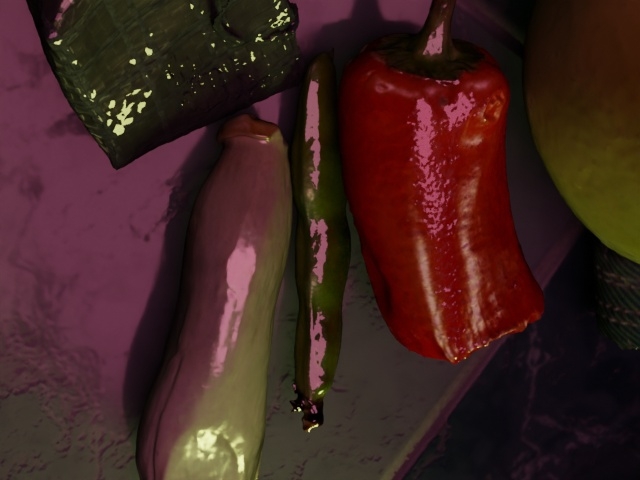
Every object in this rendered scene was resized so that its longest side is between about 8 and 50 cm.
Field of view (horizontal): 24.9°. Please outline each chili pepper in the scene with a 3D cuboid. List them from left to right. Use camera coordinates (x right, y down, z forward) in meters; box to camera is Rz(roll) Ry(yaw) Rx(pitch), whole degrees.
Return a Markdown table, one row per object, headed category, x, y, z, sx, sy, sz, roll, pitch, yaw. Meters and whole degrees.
| category | x | y | z | sx | sy | sz | roll | pitch | yaw |
| --- | --- | --- | --- | --- | --- | --- | --- | --- | --- |
| chili pepper | 0.075 | -0.085 | 1.067 | 0.134 | 0.131 | 0.338 | -26 | 118 | -27 |

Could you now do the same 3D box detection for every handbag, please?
| category | x | y | z | sx | sy | sz | roll | pitch | yaw |
| --- | --- | --- | --- | --- | --- | --- | --- | --- | --- |
| handbag | -0.103 | -0.153 | 0.992 | 0.175 | 0.270 | 0.089 | -23 | 64 | -3 |

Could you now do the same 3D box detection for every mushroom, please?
| category | x | y | z | sx | sy | sz | roll | pitch | yaw |
| --- | --- | --- | --- | --- | --- | --- | --- | --- | --- |
| mushroom | -0.076 | 0.078 | 1.100 | 0.097 | 0.109 | 0.351 | 12 | 102 | 2 |

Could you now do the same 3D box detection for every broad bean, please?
| category | x | y | z | sx | sy | sz | roll | pitch | yaw |
| --- | --- | --- | --- | --- | --- | --- | --- | --- | --- |
| broad bean | 0.001 | -0.001 | 1.126 | 0.043 | 0.060 | 0.298 | 6 | 102 | 26 |

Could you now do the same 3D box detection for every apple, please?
| category | x | y | z | sx | sy | sz | roll | pitch | yaw |
| --- | --- | --- | --- | --- | --- | --- | --- | --- | --- |
| apple | 0.312 | -0.121 | 1.035 | 0.295 | 0.233 | 0.258 | -5 | 78 | -23 |

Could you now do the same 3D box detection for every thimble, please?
| category | x | y | z | sx | sy | sz | roll | pitch | yaw |
| --- | --- | --- | --- | --- | --- | --- | --- | --- | --- |
| thimble | 0.288 | 0.030 | 1.165 | 0.135 | 0.118 | 0.090 | -9 | 107 | -10 |
